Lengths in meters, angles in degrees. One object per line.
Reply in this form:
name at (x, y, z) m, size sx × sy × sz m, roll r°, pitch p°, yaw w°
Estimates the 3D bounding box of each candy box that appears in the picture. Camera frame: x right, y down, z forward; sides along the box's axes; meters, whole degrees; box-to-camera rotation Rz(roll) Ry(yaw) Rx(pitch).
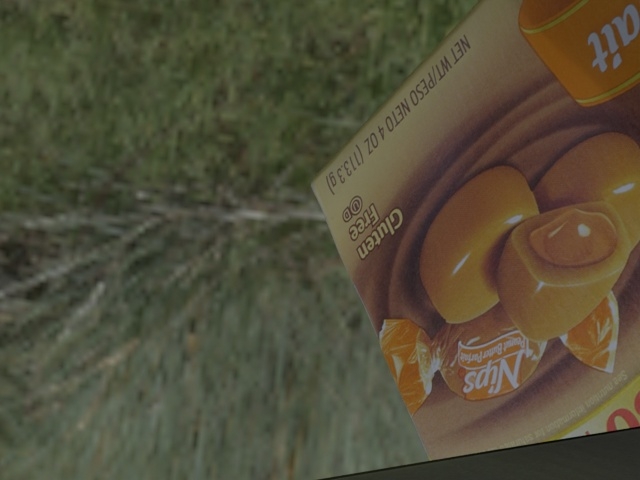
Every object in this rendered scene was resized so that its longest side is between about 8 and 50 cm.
candy box at (0.146, -0.042, 0.559) m, size 0.087 × 0.183 × 0.316 m, roll 11°, pitch 135°, yaw -43°

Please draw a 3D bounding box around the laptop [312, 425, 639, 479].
laptop at (0.000, 0.000, 0.183) m, size 0.408 × 0.236 × 0.382 m, roll -7°, pitch -166°, yaw -18°
